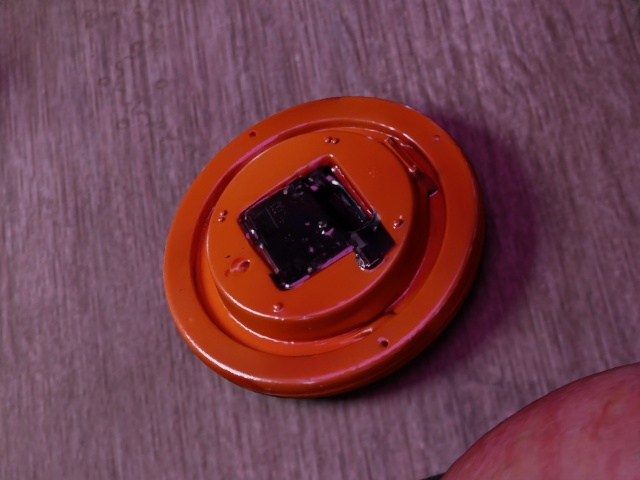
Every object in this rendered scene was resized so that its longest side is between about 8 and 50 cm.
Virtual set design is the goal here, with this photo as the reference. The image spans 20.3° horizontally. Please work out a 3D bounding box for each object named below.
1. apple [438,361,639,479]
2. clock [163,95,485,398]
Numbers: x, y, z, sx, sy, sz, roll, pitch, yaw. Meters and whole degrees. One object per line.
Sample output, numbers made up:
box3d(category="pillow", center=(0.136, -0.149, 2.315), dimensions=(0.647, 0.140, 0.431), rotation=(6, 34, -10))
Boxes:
box3d(category="apple", center=(0.179, 0.220, 0.758), dimensions=(0.345, 0.269, 0.344), rotation=(-14, 67, 34))
box3d(category="clock", center=(0.000, 0.000, 1.086), dimensions=(0.205, 0.051, 0.205), rotation=(-11, 56, 17))
